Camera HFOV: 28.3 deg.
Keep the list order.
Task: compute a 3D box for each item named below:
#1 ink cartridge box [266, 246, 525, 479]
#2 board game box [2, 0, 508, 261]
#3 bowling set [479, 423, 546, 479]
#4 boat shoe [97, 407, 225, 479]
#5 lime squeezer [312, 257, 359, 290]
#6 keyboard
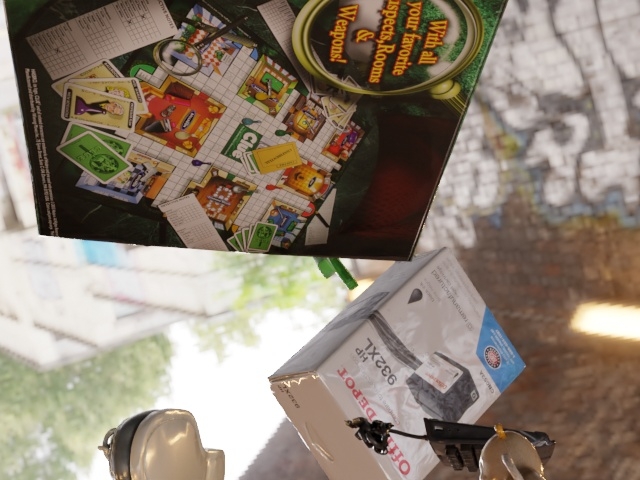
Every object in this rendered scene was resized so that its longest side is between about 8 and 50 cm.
[{"bbox_3d":[0.112,0.188,1.783,0.307,0.223,0.129,-40,-168,-34],"label":"ink cartridge box"},{"bbox_3d":[-0.018,-0.068,0.345,0.136,0.030,0.259,7,151,-4],"label":"board game box"},{"bbox_3d":[0.119,0.272,0.828,0.200,0.287,0.154,-29,-158,5],"label":"bowling set"},{"bbox_3d":[-0.164,0.224,1.213,0.099,0.116,0.319,6,165,8],"label":"boat shoe"},{"bbox_3d":[0.000,0.000,1.462,0.059,0.110,0.310,-52,172,-1],"label":"lime squeezer"},{"bbox_3d":[0.133,0.212,1.291,0.202,0.033,0.317,6,166,10],"label":"keyboard"}]
